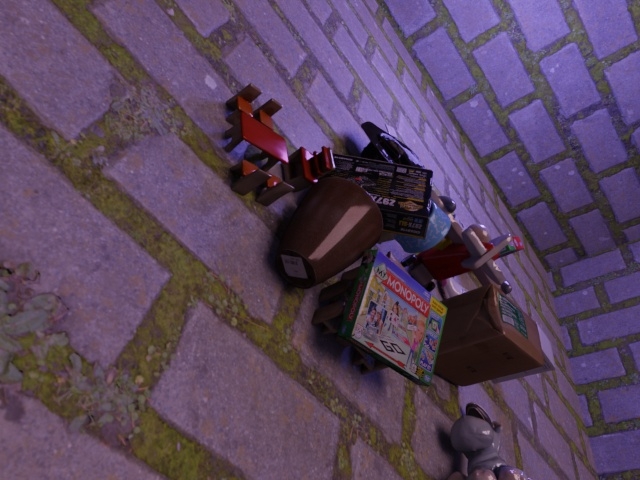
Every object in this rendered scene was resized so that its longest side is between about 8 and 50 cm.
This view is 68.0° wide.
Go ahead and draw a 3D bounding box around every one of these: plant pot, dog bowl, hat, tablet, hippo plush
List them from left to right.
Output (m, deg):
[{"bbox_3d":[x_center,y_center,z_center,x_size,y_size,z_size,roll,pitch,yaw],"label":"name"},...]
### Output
[{"bbox_3d":[0.000,0.000,1.104,0.215,0.215,0.230,56,46,-13],"label":"plant pot"},{"bbox_3d":[0.239,-0.273,1.700,0.331,0.134,0.331,32,27,-19],"label":"hat"},{"bbox_3d":[0.316,-0.487,2.107,0.083,0.006,0.054,3,65,-56],"label":"tablet"},{"bbox_3d":[0.251,-0.060,1.432,0.166,0.297,0.074,-47,119,-14],"label":"dog bowl"},{"bbox_3d":[0.480,0.612,1.316,0.294,0.234,0.237,41,38,-32],"label":"hippo plush"}]

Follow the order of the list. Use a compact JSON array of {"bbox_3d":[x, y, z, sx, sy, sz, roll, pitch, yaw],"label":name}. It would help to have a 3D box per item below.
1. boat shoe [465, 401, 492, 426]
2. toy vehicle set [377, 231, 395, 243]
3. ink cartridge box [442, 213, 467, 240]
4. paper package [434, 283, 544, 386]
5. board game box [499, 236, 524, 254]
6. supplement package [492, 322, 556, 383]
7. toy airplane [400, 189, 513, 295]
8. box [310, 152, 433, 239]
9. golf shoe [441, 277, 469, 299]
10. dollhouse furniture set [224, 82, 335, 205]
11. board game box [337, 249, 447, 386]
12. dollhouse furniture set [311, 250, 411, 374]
[{"bbox_3d":[0.520,0.625,1.523,0.065,0.075,0.206,-19,89,-62],"label":"boat shoe"},{"bbox_3d":[0.150,-0.071,1.388,0.035,0.165,0.267,65,28,-26],"label":"toy vehicle set"},{"bbox_3d":[0.517,0.003,1.893,0.332,0.165,0.065,42,37,-34],"label":"ink cartridge box"},{"bbox_3d":[0.484,0.307,1.475,0.324,0.309,0.168,34,41,-37],"label":"paper package"},{"bbox_3d":[0.772,0.058,2.166,0.316,0.242,0.064,-1,68,-58],"label":"board game box"},{"bbox_3d":[0.767,0.445,1.864,0.139,0.244,0.134,49,34,-24],"label":"supplement package"},{"bbox_3d":[0.469,0.027,1.526,0.272,0.384,0.386,-38,140,-28],"label":"toy airplane"},{"bbox_3d":[0.143,-0.132,1.310,0.257,0.321,0.080,-70,168,-50],"label":"box"},{"bbox_3d":[0.583,0.246,1.839,0.306,0.140,0.115,54,33,-13],"label":"golf shoe"},{"bbox_3d":[-0.098,-0.223,1.157,0.259,0.135,0.262,24,49,-47],"label":"dollhouse furniture set"},{"bbox_3d":[0.186,0.191,1.134,0.317,0.046,0.214,37,62,-34],"label":"board game box"},{"bbox_3d":[0.126,0.166,1.181,0.212,0.160,0.242,49,34,-24],"label":"dollhouse furniture set"}]
